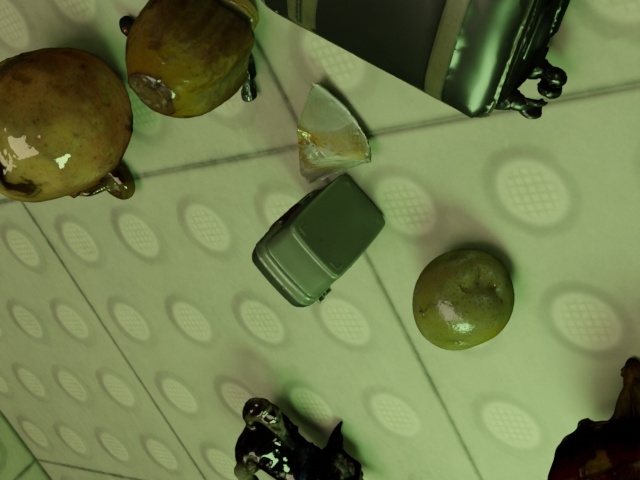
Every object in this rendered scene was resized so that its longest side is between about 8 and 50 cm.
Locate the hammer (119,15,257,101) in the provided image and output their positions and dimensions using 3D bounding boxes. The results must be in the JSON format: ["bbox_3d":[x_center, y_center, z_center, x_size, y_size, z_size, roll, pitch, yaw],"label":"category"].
[{"bbox_3d":[-0.229,-0.327,1.633,0.288,0.033,0.111,23,138,26],"label":"hammer"}]

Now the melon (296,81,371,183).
[{"bbox_3d":[0.016,-0.147,1.536,0.140,0.093,0.202,21,142,16],"label":"melon"}]

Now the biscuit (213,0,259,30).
[{"bbox_3d":[-0.199,-0.399,1.492,0.234,0.030,0.153,31,159,-11],"label":"biscuit"}]

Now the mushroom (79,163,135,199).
[{"bbox_3d":[-0.446,-0.123,1.980,0.130,0.072,0.088,-6,144,5],"label":"mushroom"}]

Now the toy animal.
[{"bbox_3d":[-0.038,0.483,2.089,0.344,0.194,0.302,25,144,14],"label":"toy animal"}]

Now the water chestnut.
[{"bbox_3d":[0.486,0.349,1.427,0.335,0.335,0.346,-49,48,52],"label":"water chestnut"}]

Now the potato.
[{"bbox_3d":[0.219,0.100,1.551,0.157,0.157,0.194,43,156,2],"label":"potato"}]

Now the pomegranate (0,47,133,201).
[{"bbox_3d":[-0.504,-0.212,1.772,0.322,0.322,0.322,24,138,24],"label":"pomegranate"}]

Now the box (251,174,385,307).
[{"bbox_3d":[0.000,0.000,1.592,0.148,0.210,0.129,48,135,-5],"label":"box"}]

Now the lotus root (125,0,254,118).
[{"bbox_3d":[-0.225,-0.270,1.494,0.188,0.180,0.199,28,145,3],"label":"lotus root"}]

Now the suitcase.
[{"bbox_3d":[0.119,-0.338,1.180,0.434,0.194,0.283,33,141,17],"label":"suitcase"}]
